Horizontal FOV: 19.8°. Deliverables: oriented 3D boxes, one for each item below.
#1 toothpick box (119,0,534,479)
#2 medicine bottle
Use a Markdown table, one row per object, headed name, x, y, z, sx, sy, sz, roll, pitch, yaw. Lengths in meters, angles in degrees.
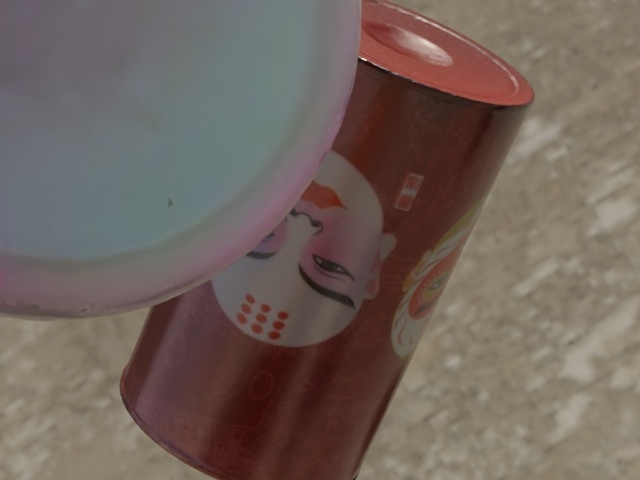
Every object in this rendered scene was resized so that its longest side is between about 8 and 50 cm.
| name | x | y | z | sx | sy | sz | roll | pitch | yaw |
| --- | --- | --- | --- | --- | --- | --- | --- | --- | --- |
| toothpick box | 0.000 | 0.000 | 1.358 | 0.204 | 0.204 | 0.333 | -102 | 33 | -67 |
| medicine bottle | -0.139 | -0.078 | 0.713 | 0.212 | 0.212 | 0.325 | -41 | 16 | -18 |
